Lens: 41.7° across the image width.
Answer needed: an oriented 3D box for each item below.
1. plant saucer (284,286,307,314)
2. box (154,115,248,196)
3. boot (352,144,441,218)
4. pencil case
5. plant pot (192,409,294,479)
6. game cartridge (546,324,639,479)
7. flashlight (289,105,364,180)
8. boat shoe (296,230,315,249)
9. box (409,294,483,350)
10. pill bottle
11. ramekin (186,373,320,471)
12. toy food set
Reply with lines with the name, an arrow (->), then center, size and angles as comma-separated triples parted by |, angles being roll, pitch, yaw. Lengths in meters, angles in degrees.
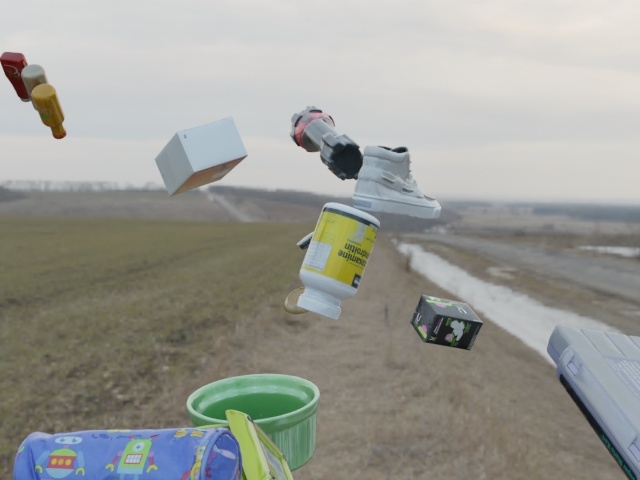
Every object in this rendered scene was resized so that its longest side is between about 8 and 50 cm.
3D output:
plant saucer -> -0.039, 0.121, 1.754 | 0.083, 0.015, 0.083 | -14, 32, 9
box -> -0.249, -0.172, 1.738 | 0.130, 0.091, 0.170 | -21, -3, -29
boot -> 0.155, -0.110, 1.544 | 0.095, 0.123, 0.258 | 13, 6, 32
pencil case -> -0.260, 0.313, 1.109 | 0.306, 0.119, 0.133 | -6, 38, 15
plant pot -> -0.165, 0.465, 1.559 | 0.207, 0.228, 0.227 | -32, 40, 2
game cartridge -> 0.434, 0.221, 1.006 | 0.230, 0.068, 0.355 | 6, 22, -10
flashlight -> 0.017, -0.205, 1.801 | 0.103, 0.103, 0.304 | 1, 23, -20
boat shoe -> 0.000, 0.000, 1.520 | 0.046, 0.038, 0.125 | -30, -2, 27
box -> 0.188, 0.123, 1.261 | 0.083, 0.052, 0.062 | 13, 21, -24
pill bottle -> 0.025, 0.036, 1.413 | 0.103, 0.184, 0.103 | 19, -5, 2
ramekin -> -0.149, 0.425, 1.924 | 0.303, 0.148, 0.303 | -3, 10, 1
toy food set -> -0.540, -0.247, 1.431 | 0.232, 0.111, 0.104 | 5, -38, 5
